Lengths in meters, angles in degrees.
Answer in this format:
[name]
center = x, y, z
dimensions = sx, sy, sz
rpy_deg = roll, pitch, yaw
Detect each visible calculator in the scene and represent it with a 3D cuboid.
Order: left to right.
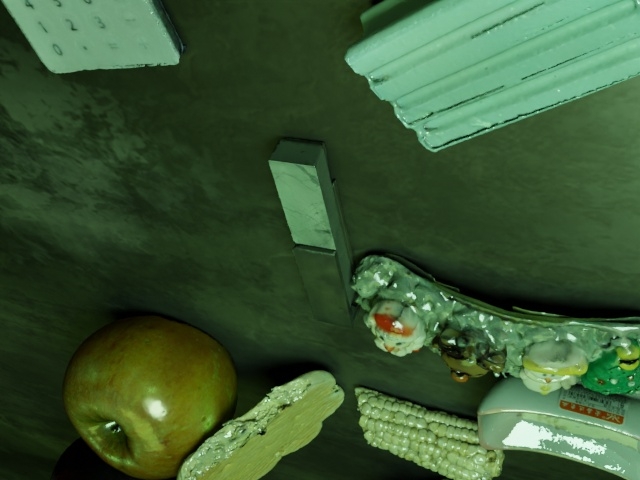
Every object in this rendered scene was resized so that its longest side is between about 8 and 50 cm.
[calculator]
center = -0.223, -0.243, 0.655
dimensions = 0.161, 0.021, 0.261
rpy_deg = 3, 142, 27

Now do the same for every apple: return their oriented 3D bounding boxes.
[apple]
center = -0.230, 0.210, 1.150
dimensions = 0.237, 0.207, 0.237
rpy_deg = 15, 127, 20

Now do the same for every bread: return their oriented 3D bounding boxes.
[bread]
center = -0.077, 0.268, 1.119
dimensions = 0.039, 0.251, 0.182
rpy_deg = 52, 176, 26

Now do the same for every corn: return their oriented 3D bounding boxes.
[corn]
center = 0.137, 0.261, 1.086
dimensions = 0.211, 0.087, 0.087
rpy_deg = 14, 145, 12

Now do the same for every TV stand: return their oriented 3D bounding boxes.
[TV stand]
center = 0.000, 0.000, 0.844
dimensions = 0.049, 0.040, 0.256
rpy_deg = 10, 144, 20

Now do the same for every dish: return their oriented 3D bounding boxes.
[dish]
center = 0.284, 0.200, 0.910
dimensions = 0.212, 0.077, 0.151
rpy_deg = 11, 153, 17

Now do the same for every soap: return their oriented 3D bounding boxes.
[soap]
center = 0.126, -0.141, 0.555
dimensions = 0.198, 0.063, 0.114
rpy_deg = -16, 132, 43

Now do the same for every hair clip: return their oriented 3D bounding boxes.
[hair clip]
center = 0.181, 0.107, 0.841
dimensions = 0.321, 0.091, 0.138
rpy_deg = 12, 148, 17

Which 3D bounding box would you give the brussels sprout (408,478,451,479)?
[brussels sprout]
center = 0.202, 0.497, 1.265
dimensions = 0.294, 0.227, 0.259
rpy_deg = 23, 164, 48

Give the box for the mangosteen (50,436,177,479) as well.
[mangosteen]
center = -0.356, 0.483, 1.473
dimensions = 0.297, 0.313, 0.297
rpy_deg = 22, 141, 19
